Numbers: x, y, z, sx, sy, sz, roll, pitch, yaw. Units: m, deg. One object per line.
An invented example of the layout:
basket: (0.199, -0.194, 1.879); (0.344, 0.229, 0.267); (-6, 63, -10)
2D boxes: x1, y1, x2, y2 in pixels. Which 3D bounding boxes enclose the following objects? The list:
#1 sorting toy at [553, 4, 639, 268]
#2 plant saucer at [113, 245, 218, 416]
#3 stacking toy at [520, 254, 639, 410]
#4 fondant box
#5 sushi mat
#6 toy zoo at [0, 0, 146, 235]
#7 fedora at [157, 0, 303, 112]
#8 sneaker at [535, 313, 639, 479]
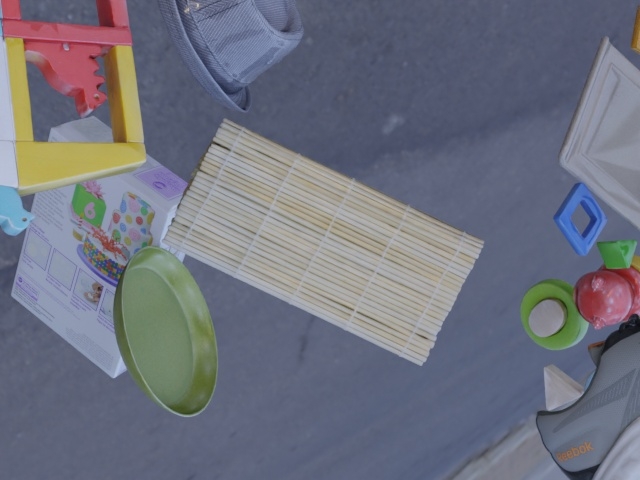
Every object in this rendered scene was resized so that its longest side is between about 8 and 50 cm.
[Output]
sorting toy: (0.367, -0.125, 1.223); (0.047, 0.196, 0.348); (-4, -124, 54)
plant saucer: (-0.217, 0.127, 1.370); (0.037, 0.241, 0.241); (-16, 167, 19)
stacking toy: (0.454, 0.194, 1.725); (0.279, 0.309, 0.130); (-11, -177, 45)
fondant box: (-0.335, 0.012, 1.534); (0.096, 0.238, 0.330); (-31, 150, -52)
sushi mat: (0.000, 0.000, 1.061); (0.019, 0.316, 0.151); (7, 108, -86)
toy zoo: (-0.227, -0.148, 0.696); (0.192, 0.293, 0.030); (-4, 170, -33)
fedora: (-0.100, -0.290, 1.241); (0.124, 0.244, 0.275); (-20, -178, 14)
sneaker: (0.270, 0.081, 0.737); (0.271, 0.108, 0.100); (-47, 153, 8)
